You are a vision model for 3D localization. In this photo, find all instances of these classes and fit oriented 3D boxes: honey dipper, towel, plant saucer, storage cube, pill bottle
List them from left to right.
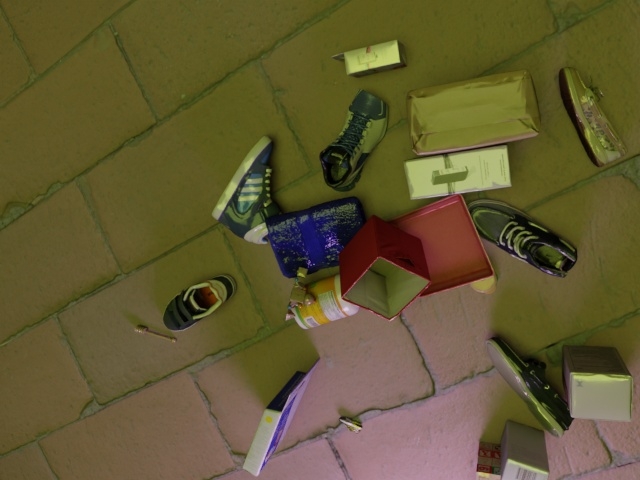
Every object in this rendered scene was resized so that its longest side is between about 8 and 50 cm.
[{"bbox_3d":[-0.598,0.343,2.125,0.161,0.030,0.030,13,103,13],"label":"honey dipper"},{"bbox_3d":[0.000,0.000,1.802,0.308,0.076,0.227,-15,119,11],"label":"towel"},{"bbox_3d":[0.040,0.182,1.838,0.246,0.136,0.136,-20,93,20],"label":"pill bottle"},{"bbox_3d":[0.180,0.077,1.678,0.184,0.193,0.215,25,124,-20],"label":"storage cube"},{"bbox_3d":[0.357,0.016,1.733,0.258,0.048,0.259,-22,93,34],"label":"plant saucer"}]

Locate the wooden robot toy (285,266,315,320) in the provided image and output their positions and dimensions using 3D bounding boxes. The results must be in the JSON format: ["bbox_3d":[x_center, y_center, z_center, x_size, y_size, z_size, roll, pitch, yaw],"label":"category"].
[{"bbox_3d":[-0.052,0.171,1.782,0.079,0.076,0.173,15,62,0],"label":"wooden robot toy"}]

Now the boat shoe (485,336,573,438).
[{"bbox_3d":[0.623,0.406,1.711,0.113,0.127,0.340,-36,79,-10],"label":"boat shoe"}]

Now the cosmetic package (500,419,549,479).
[{"bbox_3d":[0.587,0.624,1.691,0.117,0.231,0.085,15,103,15],"label":"cosmetic package"}]

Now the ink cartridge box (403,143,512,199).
[{"bbox_3d":[0.387,-0.193,1.633,0.273,0.197,0.114,-6,98,19],"label":"ink cartridge box"}]

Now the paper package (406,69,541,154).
[{"bbox_3d":[0.408,-0.328,1.536,0.310,0.325,0.168,-6,97,19],"label":"paper package"}]

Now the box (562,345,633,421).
[{"bbox_3d":[0.750,0.385,1.599,0.149,0.232,0.126,0,98,18],"label":"box"}]

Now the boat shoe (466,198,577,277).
[{"bbox_3d":[0.558,-0.012,1.631,0.341,0.158,0.127,25,106,12],"label":"boat shoe"}]

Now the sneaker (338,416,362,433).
[{"bbox_3d":[0.097,0.619,1.951,0.083,0.031,0.035,22,106,13],"label":"sneaker"}]

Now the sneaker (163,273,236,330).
[{"bbox_3d":[-0.443,0.221,2.006,0.321,0.127,0.126,-35,89,21],"label":"sneaker"}]

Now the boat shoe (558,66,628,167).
[{"bbox_3d":[0.723,-0.340,1.561,0.089,0.104,0.285,-25,101,15],"label":"boat shoe"}]

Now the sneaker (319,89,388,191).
[{"bbox_3d":[0.093,-0.280,1.720,0.128,0.182,0.315,26,106,10],"label":"sneaker"}]

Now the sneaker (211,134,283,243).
[{"bbox_3d":[-0.175,-0.146,1.875,0.236,0.130,0.322,33,95,-9],"label":"sneaker"}]

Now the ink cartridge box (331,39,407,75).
[{"bbox_3d":[0.141,-0.521,1.699,0.198,0.115,0.067,-7,97,19],"label":"ink cartridge box"}]

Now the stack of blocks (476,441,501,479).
[{"bbox_3d":[0.517,0.796,1.775,0.087,0.171,0.297,2,101,17],"label":"stack of blocks"}]

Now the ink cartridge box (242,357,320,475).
[{"bbox_3d":[-0.123,0.541,1.865,0.072,0.303,0.307,23,105,12],"label":"ink cartridge box"}]

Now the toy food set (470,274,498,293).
[{"bbox_3d":[0.488,0.116,1.748,0.083,0.020,0.082,12,102,16],"label":"toy food set"}]
